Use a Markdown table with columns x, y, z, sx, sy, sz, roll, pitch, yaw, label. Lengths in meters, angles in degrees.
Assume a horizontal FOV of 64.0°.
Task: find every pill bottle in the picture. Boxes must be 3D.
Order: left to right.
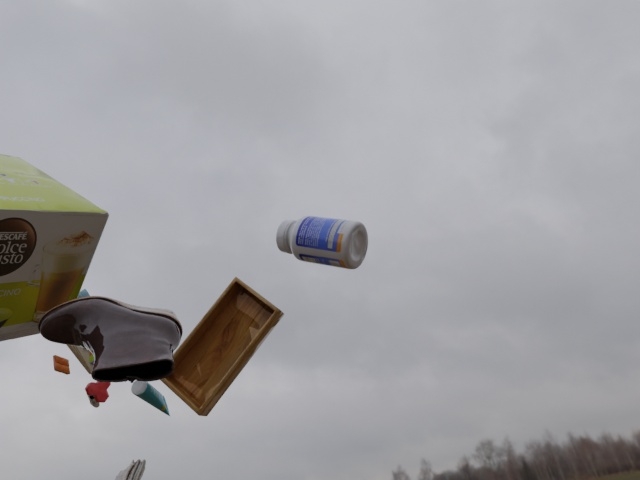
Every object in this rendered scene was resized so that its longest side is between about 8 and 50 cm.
| x | y | z | sx | sy | sz | roll | pitch | yaw | label |
| --- | --- | --- | --- | --- | --- | --- | --- | --- | --- |
| 0.000 | 0.000 | 1.629 | 0.272 | 0.152 | 0.152 | 9 | -17 | 31 | pill bottle |

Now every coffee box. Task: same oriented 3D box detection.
| x | y | z | sx | sy | sz | roll | pitch | yaw | label |
| --- | --- | --- | --- | --- | --- | --- | --- | --- | --- |
| -0.769 | 0.003 | 1.159 | 0.334 | 0.338 | 0.338 | -64 | -18 | 11 | coffee box |

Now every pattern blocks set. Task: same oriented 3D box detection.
| x | y | z | sx | sy | sz | roll | pitch | yaw | label |
| --- | --- | --- | --- | --- | --- | --- | --- | --- | --- |
| -0.743 | 0.334 | 1.679 | 0.026 | 0.285 | 0.324 | -20 | -65 | 36 | pattern blocks set |

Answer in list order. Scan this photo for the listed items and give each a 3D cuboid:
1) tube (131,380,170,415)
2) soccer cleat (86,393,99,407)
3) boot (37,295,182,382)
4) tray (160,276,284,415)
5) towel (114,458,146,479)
| x | y | z | sx | sy | sz | roll | pitch | yaw | label |
| --- | --- | --- | --- | --- | --- | --- | --- | --- | --- |
| -0.548 | 0.514 | 1.680 | 0.052 | 0.080 | 0.207 | -23 | -35 | -5 | tube |
| -0.791 | 0.553 | 1.783 | 0.029 | 0.036 | 0.083 | -24 | -65 | -26 | soccer cleat |
| -0.360 | 0.166 | 0.853 | 0.249 | 0.090 | 0.207 | 0 | 14 | -12 | boot |
| -0.326 | 0.344 | 1.692 | 0.410 | 0.203 | 0.076 | -52 | -22 | -11 | tray |
| -0.550 | 0.704 | 1.314 | 0.049 | 0.187 | 0.282 | 34 | -71 | -13 | towel |
